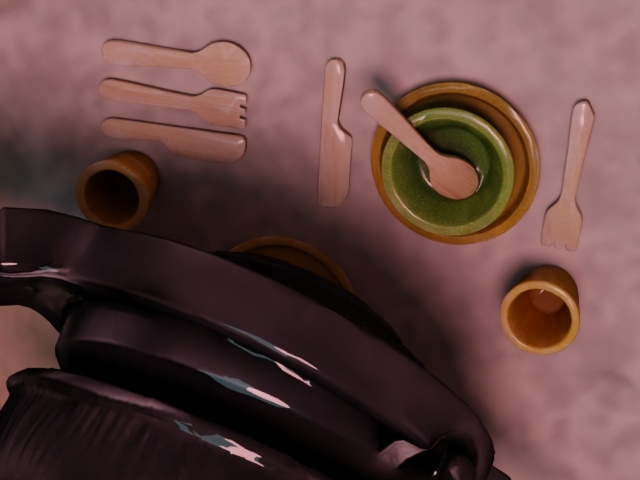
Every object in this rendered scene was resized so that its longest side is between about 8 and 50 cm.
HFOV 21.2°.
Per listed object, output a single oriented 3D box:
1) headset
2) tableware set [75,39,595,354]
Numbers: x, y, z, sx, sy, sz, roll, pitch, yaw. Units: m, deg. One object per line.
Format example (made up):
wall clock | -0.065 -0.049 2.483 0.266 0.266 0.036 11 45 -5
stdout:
headset | -0.007 0.109 0.413 0.394 0.185 0.243 0 78 -17
tableware set | 0.000 0.000 0.491 0.154 0.024 0.104 9 113 12
